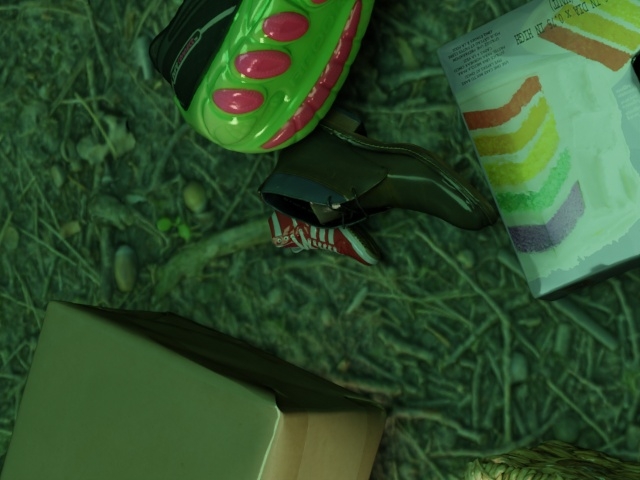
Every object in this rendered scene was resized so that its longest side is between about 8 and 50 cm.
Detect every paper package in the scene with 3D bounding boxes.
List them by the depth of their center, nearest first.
[{"bbox_3d":[-0.138,0.250,1.327,0.309,0.168,0.324,20,96,35],"label":"paper package"}]

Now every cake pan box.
[{"bbox_3d":[0.262,-0.107,1.250,0.267,0.070,0.245,-23,80,21],"label":"cake pan box"}]

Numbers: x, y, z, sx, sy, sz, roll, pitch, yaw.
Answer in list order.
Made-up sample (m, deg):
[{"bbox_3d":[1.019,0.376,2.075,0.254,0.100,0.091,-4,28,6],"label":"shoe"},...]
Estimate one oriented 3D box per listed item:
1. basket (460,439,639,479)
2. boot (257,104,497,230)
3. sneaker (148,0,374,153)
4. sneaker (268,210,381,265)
[{"bbox_3d":[0.255,0.292,1.142,0.299,0.223,0.213,13,92,24],"label":"basket"},{"bbox_3d":[0.047,-0.036,1.317,0.219,0.082,0.106,29,72,32],"label":"boot"},{"bbox_3d":[-0.003,-0.315,1.315,0.202,0.185,0.482,34,89,38],"label":"sneaker"},{"bbox_3d":[0.000,0.000,1.373,0.067,0.042,0.118,-50,62,9],"label":"sneaker"}]
